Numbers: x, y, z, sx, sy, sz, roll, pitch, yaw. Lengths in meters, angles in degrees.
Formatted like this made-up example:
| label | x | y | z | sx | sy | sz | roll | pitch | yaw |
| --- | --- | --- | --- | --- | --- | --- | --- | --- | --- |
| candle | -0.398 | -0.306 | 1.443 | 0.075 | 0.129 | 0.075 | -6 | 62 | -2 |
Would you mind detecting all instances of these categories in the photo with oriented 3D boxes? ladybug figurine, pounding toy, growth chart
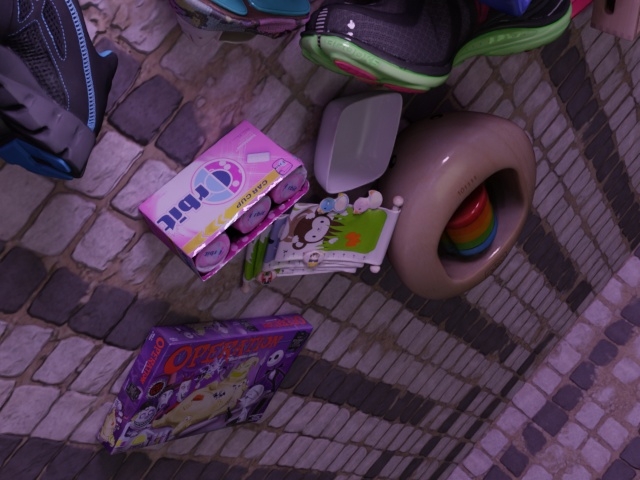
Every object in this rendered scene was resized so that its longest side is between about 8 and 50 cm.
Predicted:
| label | x | y | z | sx | sy | sz | roll | pitch | yaw |
| --- | --- | --- | --- | --- | --- | --- | --- | --- | --- |
| ladybug figurine | 0.213 | -0.062 | 1.584 | 0.305 | 0.162 | 0.449 | -45 | 151 | -8 |
| pounding toy | 0.553 | -0.481 | 1.650 | 0.206 | 0.094 | 0.181 | -45 | 148 | -28 |
| growth chart | 0.000 | 0.000 | 1.408 | 0.237 | 0.021 | 0.172 | -7 | 135 | -13 |

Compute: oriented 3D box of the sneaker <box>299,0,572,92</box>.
| label | x | y | z | sx | sy | sz | roll | pitch | yaw |
| --- | --- | --- | --- | --- | --- | --- | --- | --- | --- |
| sneaker | 0.150 | -0.319 | 1.218 | 0.482 | 0.185 | 0.202 | -28 | 128 | -41 |

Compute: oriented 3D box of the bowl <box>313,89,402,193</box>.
| label | x | y | z | sx | sy | sz | roll | pitch | yaw |
| --- | --- | --- | --- | --- | --- | --- | --- | --- | --- |
| bowl | 0.045 | -0.144 | 1.348 | 0.142 | 0.053 | 0.142 | -20 | 131 | -43 |

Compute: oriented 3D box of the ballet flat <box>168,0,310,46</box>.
| label | x | y | z | sx | sy | sz | roll | pitch | yaw |
| --- | --- | --- | --- | --- | --- | --- | --- | --- | --- |
| ballet flat | -0.100 | -0.243 | 1.028 | 0.079 | 0.077 | 0.221 | -43 | 159 | 32 |

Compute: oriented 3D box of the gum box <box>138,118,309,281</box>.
| label | x | y | z | sx | sy | sz | roll | pitch | yaw |
| --- | --- | --- | --- | --- | --- | --- | --- | --- | --- |
| gum box | -0.113 | -0.054 | 1.185 | 0.188 | 0.107 | 0.062 | -42 | 151 | -15 |

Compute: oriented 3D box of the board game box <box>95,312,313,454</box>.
| label | x | y | z | sx | sy | sz | roll | pitch | yaw |
| --- | --- | --- | --- | --- | --- | --- | --- | --- | --- |
| board game box | -0.169 | 0.215 | 1.500 | 0.346 | 0.056 | 0.208 | 0 | 121 | -55 |

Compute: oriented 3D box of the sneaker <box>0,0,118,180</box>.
| label | x | y | z | sx | sy | sz | roll | pitch | yaw |
| --- | --- | --- | --- | --- | --- | --- | --- | --- | --- |
| sneaker | -0.286 | -0.192 | 0.802 | 0.341 | 0.125 | 0.140 | 61 | 44 | -57 |

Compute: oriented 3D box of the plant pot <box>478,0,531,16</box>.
| label | x | y | z | sx | sy | sz | roll | pitch | yaw |
| --- | --- | --- | --- | --- | --- | --- | --- | --- | --- |
| plant pot | 0.153 | -0.411 | 0.996 | 0.236 | 0.212 | 0.236 | -61 | 154 | -11 |

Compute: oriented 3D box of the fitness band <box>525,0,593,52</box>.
| label | x | y | z | sx | sy | sz | roll | pitch | yaw |
| --- | --- | --- | --- | --- | --- | --- | --- | --- | --- |
| fitness band | 0.401 | -0.399 | 1.471 | 0.209 | 0.054 | 0.291 | -36 | 174 | -35 |
